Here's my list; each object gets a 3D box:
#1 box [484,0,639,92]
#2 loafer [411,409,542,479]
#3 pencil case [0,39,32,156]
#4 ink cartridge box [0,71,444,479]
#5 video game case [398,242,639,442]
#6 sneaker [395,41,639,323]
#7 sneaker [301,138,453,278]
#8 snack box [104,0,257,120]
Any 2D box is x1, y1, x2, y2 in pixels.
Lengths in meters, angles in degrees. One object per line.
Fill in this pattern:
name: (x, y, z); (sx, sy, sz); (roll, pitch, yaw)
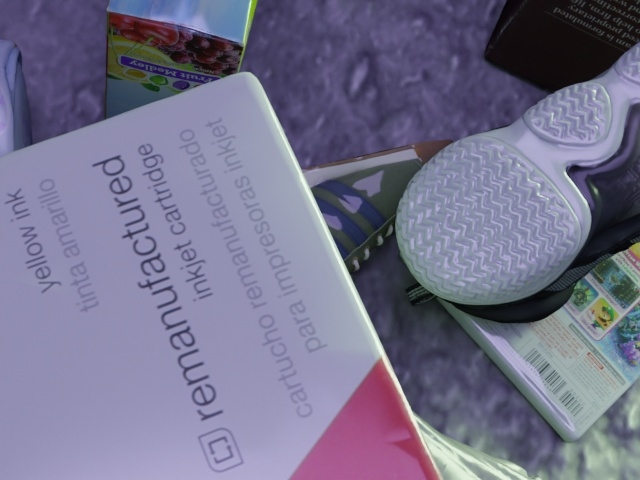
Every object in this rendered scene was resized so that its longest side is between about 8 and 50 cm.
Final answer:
box: (0.233, -0.187, 0.705); (0.168, 0.203, 0.167); (25, 68, -4)
loafer: (0.012, 0.136, 0.600); (0.319, 0.112, 0.111); (30, 60, -2)
pencil case: (-0.286, -0.049, 0.593); (0.273, 0.113, 0.124); (-3, 46, -14)
ink cartridge box: (-0.151, 0.141, 0.439); (0.385, 0.160, 0.279); (-21, 71, -10)
video game case: (0.151, 0.022, 0.718); (0.143, 0.019, 0.157); (-39, 83, -21)
sneaker: (0.163, -0.033, 0.640); (0.269, 0.153, 0.101); (-23, 76, -6)
sneaker: (0.000, 0.000, 0.673); (0.192, 0.064, 0.086); (-14, 88, -19)
snack box: (-0.069, -0.140, 0.621); (0.070, 0.207, 0.174); (13, 71, -8)
